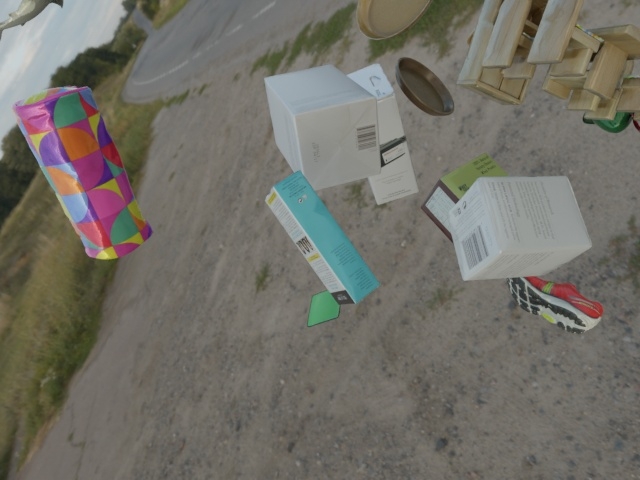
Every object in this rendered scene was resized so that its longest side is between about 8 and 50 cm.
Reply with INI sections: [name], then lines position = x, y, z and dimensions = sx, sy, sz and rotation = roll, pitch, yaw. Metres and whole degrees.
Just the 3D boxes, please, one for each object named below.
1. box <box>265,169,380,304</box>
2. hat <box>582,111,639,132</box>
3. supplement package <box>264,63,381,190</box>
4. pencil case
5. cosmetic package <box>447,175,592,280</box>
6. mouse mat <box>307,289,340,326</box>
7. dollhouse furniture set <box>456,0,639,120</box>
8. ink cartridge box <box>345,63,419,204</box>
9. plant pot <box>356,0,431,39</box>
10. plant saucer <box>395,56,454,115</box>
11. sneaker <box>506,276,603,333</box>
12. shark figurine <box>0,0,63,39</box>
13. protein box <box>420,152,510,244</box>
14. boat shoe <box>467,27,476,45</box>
[box]
position = 0.000, 0.000, 0.891
dimensions = 0.060, 0.244, 0.100
rotation = -36, 2, -17
[hat]
position = 0.913, -0.336, 1.507
dimensions = 0.173, 0.209, 0.183
rotation = -39, 59, 47
[supplement package]
position = -0.001, -0.264, 1.125
dimensions = 0.176, 0.177, 0.293
rotation = -16, 35, -10
[pencil case]
position = -0.311, -0.087, 0.672
dimensions = 0.105, 0.236, 0.104
rotation = -10, 30, 6
[cosmetic package]
position = 0.367, -0.021, 0.947
dimensions = 0.151, 0.184, 0.151
rotation = 115, 150, -64
[mouse mat]
position = 0.018, 0.267, 2.032
dimensions = 0.190, 0.007, 0.152
rotation = -26, 42, 42
[dollhouse furniture set]
position = 0.314, -0.267, 0.644
dimensions = 0.242, 0.212, 0.160
rotation = 33, 107, 62
[ink cartridge box]
position = 0.201, -0.374, 1.764
dimensions = 0.166, 0.394, 0.285
rotation = -18, 38, 6
[plant pot]
position = 0.188, -0.589, 1.204
dimensions = 0.236, 0.032, 0.236
rotation = -16, 65, 40
[plant saucer]
position = 0.379, -0.559, 1.836
dimensions = 0.041, 0.278, 0.277
rotation = -43, 32, 42
[sneaker]
position = 0.638, 0.153, 1.376
dimensions = 0.118, 0.107, 0.279
rotation = -28, 39, -19
[shark figurine]
position = -0.646, -0.547, 1.139
dimensions = 0.278, 0.166, 0.116
rotation = -60, -5, -1
[protein box]
position = 0.425, -0.094, 1.353
dimensions = 0.200, 0.201, 0.136
rotation = -29, -19, -29
[boat shoe]
position = 0.401, -0.490, 1.106
dimensions = 0.170, 0.063, 0.059
rotation = -26, 36, 54
